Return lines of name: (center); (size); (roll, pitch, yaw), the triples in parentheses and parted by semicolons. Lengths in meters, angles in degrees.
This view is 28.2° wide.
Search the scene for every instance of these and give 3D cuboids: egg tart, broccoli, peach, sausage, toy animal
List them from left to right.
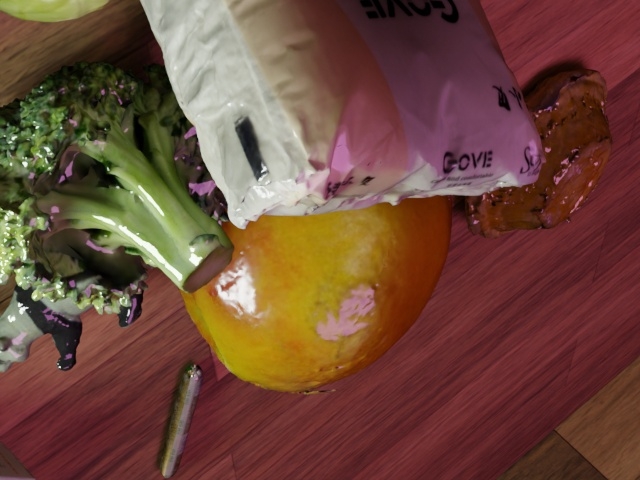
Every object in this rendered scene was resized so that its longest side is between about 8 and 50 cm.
toy animal: (-0.291, 0.067, 1.464); (0.225, 0.094, 0.121); (-37, 143, 2)
broccoli: (-0.211, -0.049, 1.278); (0.288, 0.260, 0.235); (-41, -172, -16)
sausage: (-0.212, 0.277, 1.927); (0.033, 0.033, 0.269); (-23, 145, -38)
peach: (-0.001, 0.000, 1.551); (0.372, 0.373, 0.290); (-39, -174, -15)
egg tart: (0.384, -0.128, 2.128); (0.341, 0.132, 0.341); (-35, 150, -24)

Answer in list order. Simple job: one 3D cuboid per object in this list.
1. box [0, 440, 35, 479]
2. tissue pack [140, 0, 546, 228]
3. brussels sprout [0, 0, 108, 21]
box: (-0.502, 0.314, 1.476); (0.200, 0.106, 0.299); (-52, 154, 6)
tissue pack: (0.017, -0.193, 1.270); (0.375, 0.390, 0.195); (-17, 164, -39)
brussels sprout: (-0.247, -0.244, 1.054); (0.122, 0.149, 0.151); (-27, 111, -5)
